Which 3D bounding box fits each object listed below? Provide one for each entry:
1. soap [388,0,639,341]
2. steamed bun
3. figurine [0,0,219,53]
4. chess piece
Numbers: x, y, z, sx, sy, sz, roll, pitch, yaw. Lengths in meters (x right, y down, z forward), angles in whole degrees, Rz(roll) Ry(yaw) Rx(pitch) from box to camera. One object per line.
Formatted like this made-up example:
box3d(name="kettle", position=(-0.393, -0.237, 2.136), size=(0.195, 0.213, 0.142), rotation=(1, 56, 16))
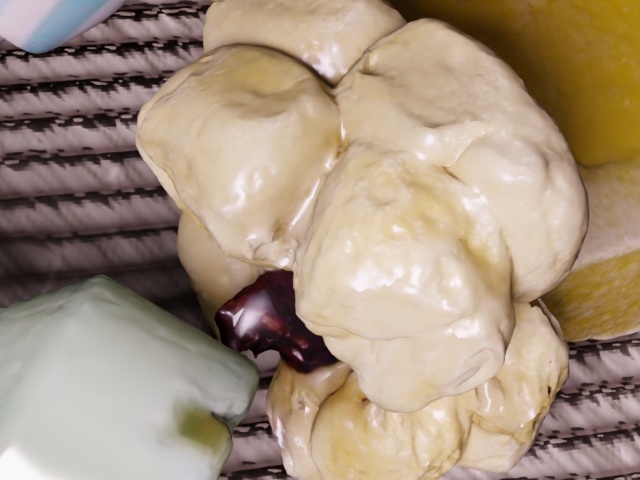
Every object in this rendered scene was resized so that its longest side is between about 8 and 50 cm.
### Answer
box3d(name="soap", position=(0.081, -0.107, 0.709), size=(0.199, 0.091, 0.315), rotation=(-17, 62, -20))
box3d(name="steamed bun", position=(0.000, 0.000, 0.567), size=(0.106, 0.177, 0.192), rotation=(-27, 60, -25))
box3d(name="figurine", position=(-0.078, -0.252, 0.513), size=(0.361, 0.377, 0.266), rotation=(-26, 59, 9))
box3d(name="chess piece", position=(-0.177, 0.025, 0.522), size=(0.299, 0.194, 0.194), rotation=(28, 56, -5))
